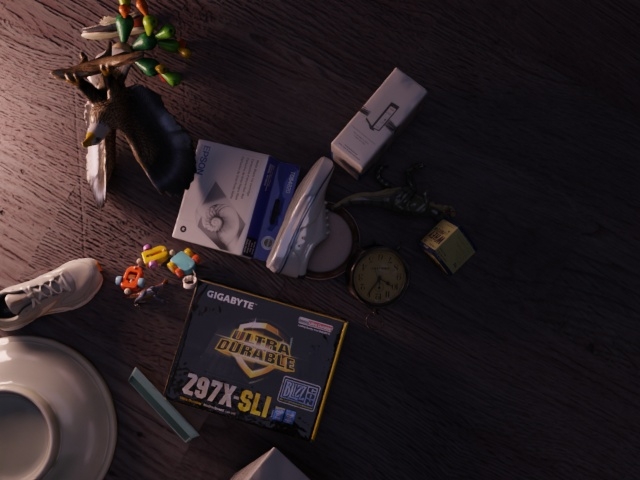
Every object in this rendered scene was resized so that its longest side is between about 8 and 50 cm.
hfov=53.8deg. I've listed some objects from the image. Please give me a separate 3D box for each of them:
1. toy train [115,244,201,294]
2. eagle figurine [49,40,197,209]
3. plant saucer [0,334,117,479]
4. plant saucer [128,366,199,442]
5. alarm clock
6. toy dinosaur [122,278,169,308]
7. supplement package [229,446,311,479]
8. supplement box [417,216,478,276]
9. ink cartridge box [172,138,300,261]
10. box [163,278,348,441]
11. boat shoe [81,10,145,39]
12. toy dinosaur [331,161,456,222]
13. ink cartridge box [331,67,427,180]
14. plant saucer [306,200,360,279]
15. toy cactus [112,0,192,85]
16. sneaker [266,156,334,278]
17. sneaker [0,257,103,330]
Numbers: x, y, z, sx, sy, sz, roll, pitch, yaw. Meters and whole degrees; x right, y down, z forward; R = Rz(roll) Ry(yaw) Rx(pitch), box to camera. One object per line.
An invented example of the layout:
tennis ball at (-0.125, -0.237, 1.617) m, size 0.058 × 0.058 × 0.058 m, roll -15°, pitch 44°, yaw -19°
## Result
toy train at (-0.331, 0.070, 1.315) m, size 0.167 × 0.046 × 0.125 m, roll 2°, pitch 52°, yaw 3°
eagle figurine at (-0.410, -0.227, 1.274) m, size 0.225 × 0.298 × 0.226 m, roll -40°, pitch 44°, yaw -24°
plant saucer at (-0.628, 0.398, 1.287) m, size 0.401 × 0.100 × 0.400 m, roll 0°, pitch 87°, yaw 1°
plant saucer at (-0.329, 0.345, 1.306) m, size 0.192 × 0.067 × 0.018 m, roll 45°, pitch 54°, yaw 2°
alarm clock at (0.116, 0.093, 1.314) m, size 0.130 × 0.064 × 0.191 m, roll 2°, pitch 92°, yaw -14°
toy dinosaur at (-0.363, 0.106, 1.335) m, size 0.090 × 0.047 × 0.082 m, roll 31°, pitch 66°, yaw 14°
supplement package at (-0.112, 0.547, 1.162) m, size 0.199 × 0.262 × 0.198 m, roll 42°, pitch 53°, yaw 3°
supplement box at (0.265, 0.013, 1.311) m, size 0.083 × 0.056 × 0.083 m, roll -44°, pitch 122°, yaw -2°
ink cartridge box at (-0.177, -0.082, 1.327) m, size 0.224 × 0.045 × 0.223 m, roll 13°, pitch 86°, yaw 9°
box at (-0.131, 0.243, 1.306) m, size 0.322 × 0.079 × 0.257 m, roll 17°, pitch 88°, yaw 1°
boat shoe at (-0.449, -0.465, 1.364) m, size 0.137 × 0.049 × 0.043 m, roll -11°, pitch 98°, yaw -6°
toy dinosaur at (0.163, -0.105, 1.329) m, size 0.268 × 0.064 × 0.118 m, roll 6°, pitch 82°, yaw -2°
ink cartridge box at (0.117, -0.234, 1.299) m, size 0.086 × 0.148 × 0.203 m, roll 40°, pitch 86°, yaw 4°
plant saucer at (0.000, 0.000, 1.344) m, size 0.169 × 0.029 × 0.168 m, roll 0°, pitch 87°, yaw 0°
toy cactus at (-0.384, -0.417, 1.331) m, size 0.181 × 0.112 × 0.219 m, roll -23°, pitch 120°, yaw 16°
sneaker at (-0.022, -0.044, 1.298) m, size 0.091 × 0.094 × 0.258 m, roll 24°, pitch 91°, yaw -16°
sneaker at (-0.575, 0.116, 1.293) m, size 0.263 × 0.121 × 0.099 m, roll -27°, pitch 87°, yaw -1°
